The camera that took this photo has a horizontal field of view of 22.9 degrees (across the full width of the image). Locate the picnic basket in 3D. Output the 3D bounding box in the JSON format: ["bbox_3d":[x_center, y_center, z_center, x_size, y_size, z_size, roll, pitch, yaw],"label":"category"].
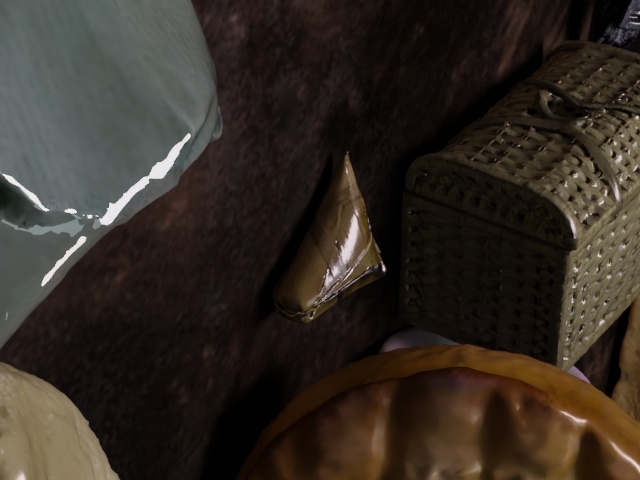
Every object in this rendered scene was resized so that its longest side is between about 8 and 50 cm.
[{"bbox_3d":[0.160,-0.032,1.077,0.196,0.134,0.154,-39,139,-39],"label":"picnic basket"}]

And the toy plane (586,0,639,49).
[{"bbox_3d":[0.222,-0.171,1.139,0.130,0.061,0.189,2,112,-27],"label":"toy plane"}]

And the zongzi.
[{"bbox_3d":[0.000,0.000,0.935,0.076,0.040,0.083,-33,125,-36],"label":"zongzi"}]

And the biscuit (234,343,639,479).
[{"bbox_3d":[0.085,0.198,0.970,0.102,0.296,0.296,-67,168,-67],"label":"biscuit"}]

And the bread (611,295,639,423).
[{"bbox_3d":[0.386,0.074,1.551,0.246,0.111,0.239,-32,133,-43],"label":"bread"}]

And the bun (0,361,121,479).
[{"bbox_3d":[-0.161,0.154,0.669,0.220,0.134,0.220,-37,140,-40],"label":"bun"}]

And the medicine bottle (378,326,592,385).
[{"bbox_3d":[0.090,0.203,1.105,0.152,0.152,0.254,-19,126,-53],"label":"medicine bottle"}]

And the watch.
[{"bbox_3d":[-0.156,-0.006,0.487,0.162,0.253,0.241,56,33,-18],"label":"watch"}]

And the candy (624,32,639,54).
[{"bbox_3d":[0.276,-0.238,1.197,0.088,0.061,0.312,-9,117,-55],"label":"candy"}]
